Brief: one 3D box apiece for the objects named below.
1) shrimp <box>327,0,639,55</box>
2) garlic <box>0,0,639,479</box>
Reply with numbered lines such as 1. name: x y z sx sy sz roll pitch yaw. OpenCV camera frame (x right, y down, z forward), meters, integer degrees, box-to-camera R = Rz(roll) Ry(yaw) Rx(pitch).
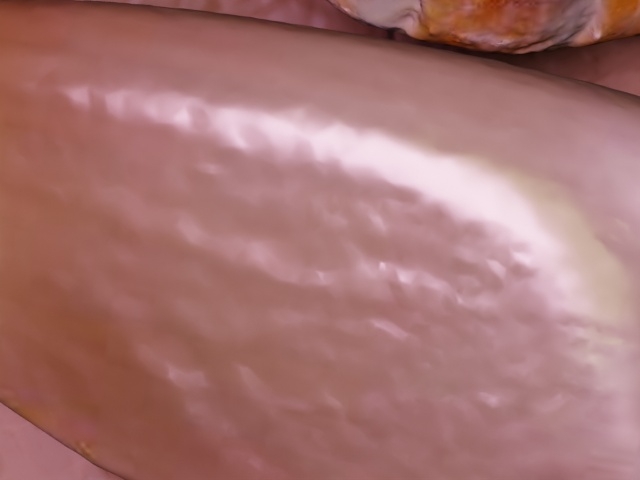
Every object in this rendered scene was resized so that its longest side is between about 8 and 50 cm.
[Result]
1. shrimp: 0.123 -0.142 0.549 0.316 0.062 0.164 -13 64 -12
2. garlic: 0.000 0.009 0.504 0.318 0.112 0.143 12 104 0
